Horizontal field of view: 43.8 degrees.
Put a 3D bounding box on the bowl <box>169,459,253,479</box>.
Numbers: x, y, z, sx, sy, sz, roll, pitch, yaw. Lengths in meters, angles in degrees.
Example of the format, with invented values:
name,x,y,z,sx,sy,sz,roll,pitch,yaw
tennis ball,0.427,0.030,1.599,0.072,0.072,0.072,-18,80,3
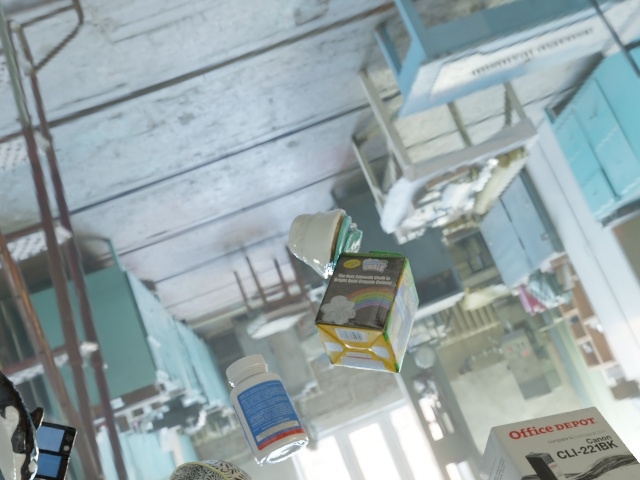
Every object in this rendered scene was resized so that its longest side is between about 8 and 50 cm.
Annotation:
name,x,y,z,sx,sy,sz,roll,pitch,yaw
bowl,-0.151,0.406,1.246,0.170,0.170,0.080,-32,177,35

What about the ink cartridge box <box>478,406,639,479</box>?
name,x,y,z,sx,sy,sz,roll,pitch,yaw
ink cartridge box,0.387,0.392,1.178,0.197,0.273,0.114,-7,126,-17

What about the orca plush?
name,x,y,z,sx,sy,sz,roll,pitch,yaw
orca plush,-0.645,0.371,1.685,0.102,0.287,0.151,-14,162,-49

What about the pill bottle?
name,x,y,z,sx,sy,sz,roll,pitch,yaw
pill bottle,-0.125,0.366,1.743,0.124,0.221,0.124,-22,154,-12

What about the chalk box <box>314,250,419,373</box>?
name,x,y,z,sx,sy,sz,roll,pitch,yaw
chalk box,0.093,0.109,1.424,0.133,0.213,0.132,4,138,24

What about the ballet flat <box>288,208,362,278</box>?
name,x,y,z,sx,sy,sz,roll,pitch,yaw
ballet flat,0.000,0.000,1.609,0.139,0.139,0.400,-24,176,7

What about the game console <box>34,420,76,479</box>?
name,x,y,z,sx,sy,sz,roll,pitch,yaw
game console,-0.721,0.543,2.068,0.144,0.124,0.085,16,-177,-16
